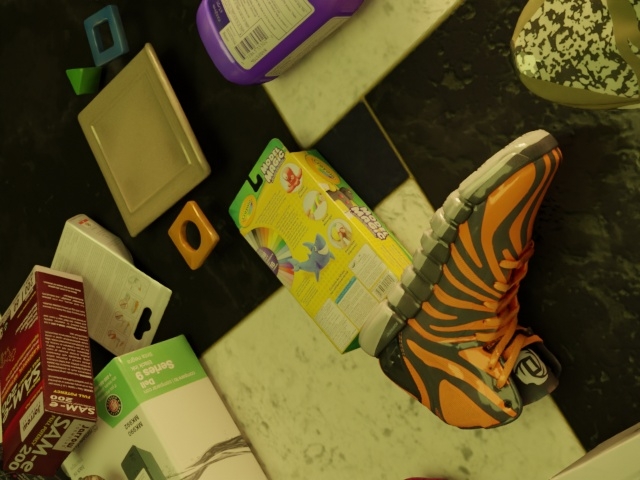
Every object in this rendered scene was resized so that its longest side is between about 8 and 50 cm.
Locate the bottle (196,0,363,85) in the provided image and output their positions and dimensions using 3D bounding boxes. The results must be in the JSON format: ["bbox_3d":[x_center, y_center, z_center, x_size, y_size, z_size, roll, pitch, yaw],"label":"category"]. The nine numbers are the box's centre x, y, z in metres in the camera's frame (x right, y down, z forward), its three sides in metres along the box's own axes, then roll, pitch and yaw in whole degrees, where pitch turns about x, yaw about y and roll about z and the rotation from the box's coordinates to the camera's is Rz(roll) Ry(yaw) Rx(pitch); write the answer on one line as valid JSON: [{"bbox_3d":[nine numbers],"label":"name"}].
[{"bbox_3d":[-0.011,-0.274,1.068,0.283,0.092,0.118,-34,78,38],"label":"bottle"}]

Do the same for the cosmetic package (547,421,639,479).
[{"bbox_3d":[0.347,0.240,0.855,0.224,0.138,0.224,-41,72,37],"label":"cosmetic package"}]

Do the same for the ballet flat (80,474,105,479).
[{"bbox_3d":[-0.245,0.403,1.273,0.084,0.058,0.249,-16,96,20],"label":"ballet flat"}]

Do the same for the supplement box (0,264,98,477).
[{"bbox_3d":[-0.353,0.164,1.327,0.130,0.073,0.239,-50,39,30],"label":"supplement box"}]

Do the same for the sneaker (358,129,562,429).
[{"bbox_3d":[0.175,0.055,0.984,0.180,0.125,0.321,45,134,18],"label":"sneaker"}]

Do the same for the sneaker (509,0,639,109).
[{"bbox_3d":[0.276,-0.190,0.679,0.410,0.182,0.158,-17,85,44],"label":"sneaker"}]

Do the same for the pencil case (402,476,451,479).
[{"bbox_3d":[0.118,0.372,1.095,0.104,0.104,0.236,6,102,38],"label":"pencil case"}]

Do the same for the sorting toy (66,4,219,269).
[{"bbox_3d":[-0.215,-0.122,1.299,0.196,0.047,0.347,-35,76,43],"label":"sorting toy"}]

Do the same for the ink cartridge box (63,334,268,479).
[{"bbox_3d":[-0.196,0.302,1.319,0.211,0.121,0.289,-44,72,37],"label":"ink cartridge box"}]

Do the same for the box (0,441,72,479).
[{"bbox_3d":[-0.362,0.402,1.463,0.247,0.142,0.163,31,119,32],"label":"box"}]

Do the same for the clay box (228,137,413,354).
[{"bbox_3d":[0.000,0.000,1.143,0.222,0.053,0.127,50,126,21],"label":"clay box"}]

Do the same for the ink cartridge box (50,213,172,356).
[{"bbox_3d":[-0.286,0.069,1.410,0.179,0.045,0.145,31,118,10],"label":"ink cartridge box"}]
